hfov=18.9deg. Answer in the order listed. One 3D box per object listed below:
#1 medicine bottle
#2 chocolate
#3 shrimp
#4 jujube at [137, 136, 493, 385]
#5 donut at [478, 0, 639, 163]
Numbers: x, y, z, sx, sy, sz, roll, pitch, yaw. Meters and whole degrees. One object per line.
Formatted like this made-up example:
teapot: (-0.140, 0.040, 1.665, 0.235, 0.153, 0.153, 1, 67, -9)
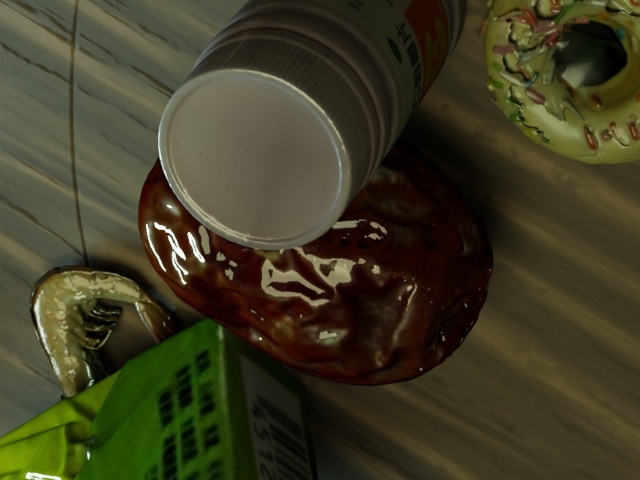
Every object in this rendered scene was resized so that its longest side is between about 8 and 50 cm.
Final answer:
medicine bottle: (-0.001, -0.108, 1.225, 0.133, 0.250, 0.133, 10, 122, 17)
chocolate: (-0.128, 0.251, 1.463, 0.288, 0.301, 0.137, -30, 138, 28)
shrimp: (-0.165, 0.094, 1.553, 0.124, 0.034, 0.178, -7, 115, 17)
jujube: (0.000, 0.000, 1.349, 0.243, 0.183, 0.183, 26, 126, 15)
donut: (0.185, -0.123, 1.254, 0.174, 0.068, 0.175, 11, 124, 16)
